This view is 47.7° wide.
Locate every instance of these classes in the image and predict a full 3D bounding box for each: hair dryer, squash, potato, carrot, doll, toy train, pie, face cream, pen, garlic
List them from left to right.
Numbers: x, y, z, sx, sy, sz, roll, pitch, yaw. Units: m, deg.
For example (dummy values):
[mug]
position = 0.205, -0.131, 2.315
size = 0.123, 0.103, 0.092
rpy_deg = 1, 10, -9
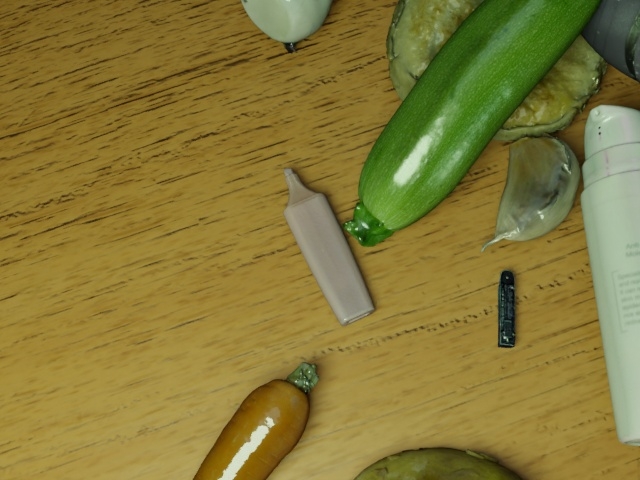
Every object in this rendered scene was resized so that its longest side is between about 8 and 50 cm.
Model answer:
[carrot]
position = -0.106, 0.254, 0.695
size = 0.069, 0.069, 0.336
rpy_deg = 34, 77, 16
[doll]
position = -0.017, -0.333, 0.902
size = 0.110, 0.107, 0.180
rpy_deg = 18, 71, 49
[pen]
position = 0.000, 0.000, 0.807
size = 0.053, 0.032, 0.197
rpy_deg = -23, 71, -4
[potato]
position = 0.108, 0.271, 0.664
size = 0.200, 0.081, 0.164
rpy_deg = -8, 69, 3
[squash]
position = 0.156, -0.154, 0.770
size = 0.107, 0.107, 0.395
rpy_deg = 42, 99, 18
[pie]
position = 0.212, -0.237, 0.875
size = 0.274, 0.055, 0.274
rpy_deg = -2, 68, 4
[toy train]
position = 0.198, 0.073, 0.770
size = 0.017, 0.017, 0.083
rpy_deg = 5, 69, 3
[garlic]
position = 0.239, -0.047, 0.796
size = 0.084, 0.066, 0.152
rpy_deg = 7, 75, 33
[face cream]
position = 0.327, 0.027, 0.736
size = 0.102, 0.102, 0.345
rpy_deg = -1, 68, 4
[hair dryer]
position = 0.496, -0.231, 0.781
size = 0.361, 0.121, 0.301
rpy_deg = -20, 41, -29
